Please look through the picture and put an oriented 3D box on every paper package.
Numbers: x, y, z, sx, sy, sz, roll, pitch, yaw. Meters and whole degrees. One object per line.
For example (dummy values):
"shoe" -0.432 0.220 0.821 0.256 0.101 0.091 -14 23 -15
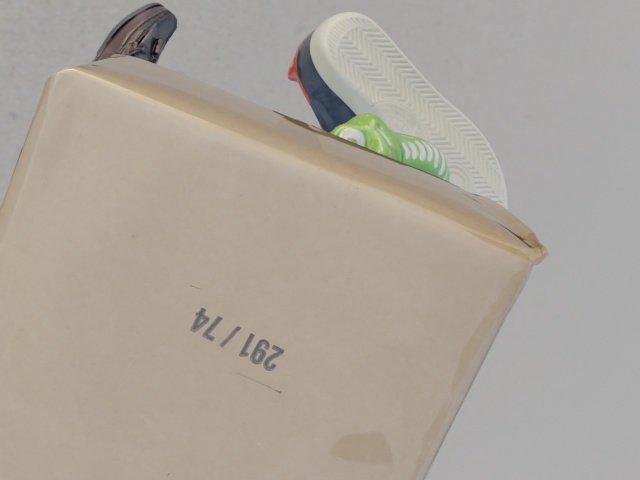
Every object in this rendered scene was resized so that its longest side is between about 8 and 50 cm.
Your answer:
"paper package" -0.066 0.065 0.790 0.168 0.325 0.309 -91 -156 -78

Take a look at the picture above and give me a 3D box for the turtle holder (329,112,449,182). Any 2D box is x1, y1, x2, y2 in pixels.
"turtle holder" -0.002 0.019 1.094 0.228 0.320 0.243 -1 88 -31

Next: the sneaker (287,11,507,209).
"sneaker" 0.093 -0.124 1.438 0.131 0.148 0.350 -44 102 -29

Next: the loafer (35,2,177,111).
"loafer" -0.312 -0.254 1.791 0.302 0.095 0.109 -50 156 -28
